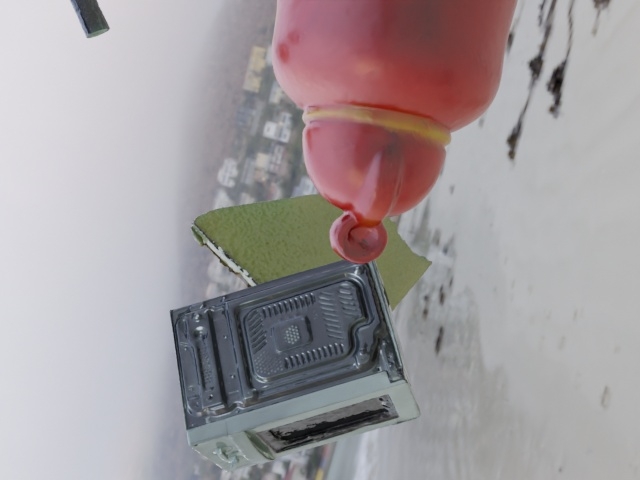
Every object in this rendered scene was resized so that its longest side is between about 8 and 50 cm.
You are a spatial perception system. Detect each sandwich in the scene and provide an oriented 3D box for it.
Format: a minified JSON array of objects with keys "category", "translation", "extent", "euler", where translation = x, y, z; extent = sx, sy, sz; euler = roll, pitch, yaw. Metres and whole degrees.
[{"category":"sandwich","translation":[0.000,0.000,0.980],"extent":[0.212,0.245,0.063],"euler":[-48,7,-23]}]

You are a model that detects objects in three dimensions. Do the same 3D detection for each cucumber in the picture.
[{"category":"cucumber","translation":[-0.292,-0.309,0.980],"extent":[0.032,0.032,0.133],"euler":[-57,-54,-76]}]

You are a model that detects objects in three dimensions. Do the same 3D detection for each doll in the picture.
[{"category":"doll","translation":[0.054,-0.162,0.616],"extent":[0.160,0.182,0.363],"euler":[-172,91,-73]}]

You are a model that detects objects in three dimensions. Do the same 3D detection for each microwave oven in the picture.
[{"category":"microwave oven","translation":[-0.025,0.117,0.799],"extent":[0.122,0.208,0.162],"euler":[65,-171,-60]}]
